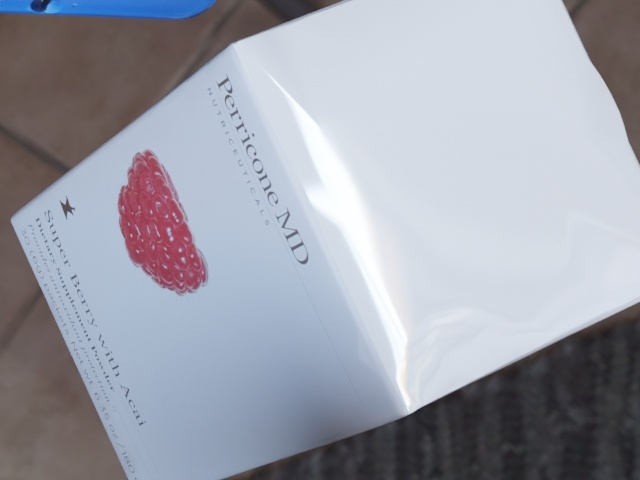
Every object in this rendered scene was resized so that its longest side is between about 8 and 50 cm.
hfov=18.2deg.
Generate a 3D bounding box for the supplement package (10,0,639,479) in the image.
[{"bbox_3d":[0.000,0.000,0.977,0.175,0.177,0.293,-23,-3,-31],"label":"supplement package"}]

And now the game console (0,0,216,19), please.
[{"bbox_3d":[-0.182,-0.281,1.169,0.173,0.293,0.250,-38,58,56],"label":"game console"}]
